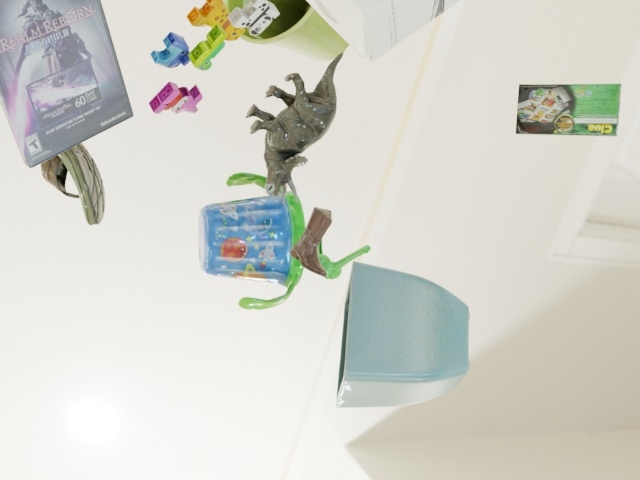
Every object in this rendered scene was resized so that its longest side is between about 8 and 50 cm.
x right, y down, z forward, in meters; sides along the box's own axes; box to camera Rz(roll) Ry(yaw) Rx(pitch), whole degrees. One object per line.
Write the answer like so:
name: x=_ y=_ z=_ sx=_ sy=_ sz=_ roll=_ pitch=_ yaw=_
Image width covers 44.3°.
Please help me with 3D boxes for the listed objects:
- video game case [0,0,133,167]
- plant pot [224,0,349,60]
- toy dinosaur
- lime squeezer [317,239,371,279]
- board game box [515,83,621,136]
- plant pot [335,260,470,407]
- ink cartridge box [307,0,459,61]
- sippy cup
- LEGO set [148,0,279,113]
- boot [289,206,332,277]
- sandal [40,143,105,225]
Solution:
video game case: x=-0.399 y=-0.269 z=1.180 sx=0.026 sy=0.274 sz=0.196 roll=28 pitch=-130 yaw=36
plant pot: x=-0.040 y=-0.549 z=1.853 sx=0.276 sy=0.276 sz=0.254 roll=30 pitch=-173 yaw=33
toy dinosaur: x=-0.045 y=-0.242 z=1.581 sx=0.160 sy=0.313 sz=0.121 roll=34 pitch=-174 yaw=-29
lime squeezer: x=0.021 y=0.040 z=1.969 sx=0.059 sy=0.109 sz=0.310 roll=19 pitch=179 yaw=-22
board game box: x=0.647 y=-0.342 z=2.063 sx=0.260 sy=0.136 sz=0.030 roll=6 pitch=-176 yaw=29
plant pot: x=0.172 y=0.209 z=1.624 sx=0.253 sy=0.247 sz=0.247 roll=5 pitch=-116 yaw=0
ink cartridge box: x=0.113 y=-0.411 z=1.093 sx=0.198 sy=0.273 sz=0.114 roll=50 pitch=171 yaw=22
sippy cup: x=-0.170 y=-0.003 z=1.850 sx=0.224 sy=0.240 sz=0.305 roll=0 pitch=-152 yaw=-16
LEGO set: x=-0.148 y=-0.276 z=1.107 sx=0.093 sy=0.227 sz=0.087 roll=7 pitch=-132 yaw=-57
boot: x=0.000 y=0.000 z=1.490 sx=0.106 sy=0.114 sz=0.037 roll=38 pitch=-170 yaw=35
sandal: x=-0.517 y=-0.164 z=1.559 sx=0.086 sy=0.302 sz=0.120 roll=-27 pitch=-171 yaw=5
